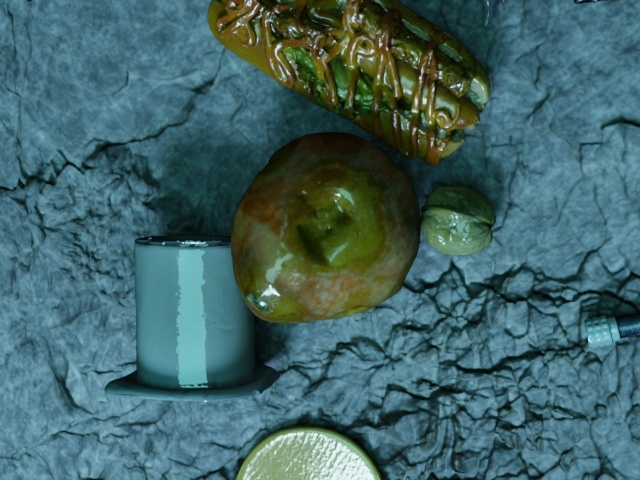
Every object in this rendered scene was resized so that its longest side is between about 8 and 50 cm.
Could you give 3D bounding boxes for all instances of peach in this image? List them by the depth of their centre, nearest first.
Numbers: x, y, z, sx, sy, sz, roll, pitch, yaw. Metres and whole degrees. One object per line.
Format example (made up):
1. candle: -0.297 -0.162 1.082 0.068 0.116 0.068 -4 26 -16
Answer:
1. peach: 0.000 0.000 1.247 0.214 0.235 0.214 32 151 20

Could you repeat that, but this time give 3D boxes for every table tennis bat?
1. table tennis bat: -0.050 0.381 1.446 0.198 0.050 0.321 41 105 4

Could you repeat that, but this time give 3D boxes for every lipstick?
1. lipstick: 0.370 0.099 1.285 0.116 0.037 0.037 -11 99 12

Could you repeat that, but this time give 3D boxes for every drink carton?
1. drink carton: -0.148 0.089 1.349 0.191 0.185 0.189 2 92 15

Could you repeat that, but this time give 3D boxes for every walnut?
1. walnut: 0.161 -0.023 1.285 0.092 0.092 0.092 3 103 13

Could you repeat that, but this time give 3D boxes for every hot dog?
1. hot dog: 0.028 -0.218 1.253 0.349 0.117 0.158 34 109 4

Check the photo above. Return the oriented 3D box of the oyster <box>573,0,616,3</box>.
1. oyster: 0.297 -0.430 1.134 0.221 0.096 0.361 -9 97 51

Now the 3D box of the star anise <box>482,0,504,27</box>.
1. star anise: 0.196 -0.346 1.194 0.181 0.061 0.204 -8 105 50
